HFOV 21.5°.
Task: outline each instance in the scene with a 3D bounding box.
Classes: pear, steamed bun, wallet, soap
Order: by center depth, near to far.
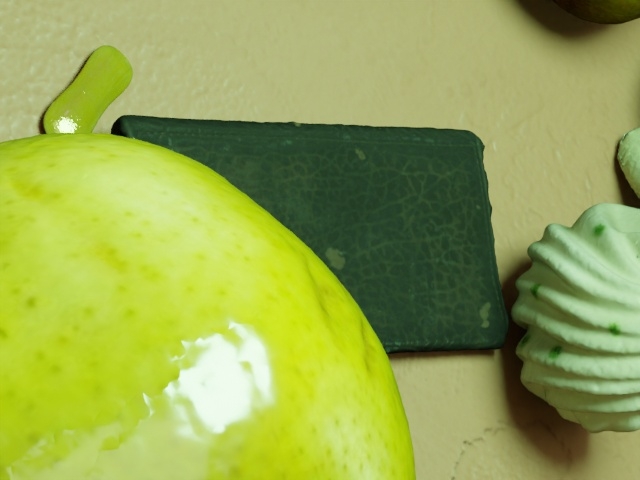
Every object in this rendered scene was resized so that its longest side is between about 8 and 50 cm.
[{"bbox_3d":[-0.128,0.124,0.862,0.362,0.362,0.418,59,25,-3],"label":"pear"},{"bbox_3d":[-0.155,-0.096,1.129,0.034,0.012,0.089,42,55,-16],"label":"soap"},{"bbox_3d":[0.000,0.000,1.186,0.321,0.044,0.170,0,75,-38],"label":"wallet"},{"bbox_3d":[0.203,0.057,1.231,0.106,0.183,0.183,10,68,-21],"label":"steamed bun"}]

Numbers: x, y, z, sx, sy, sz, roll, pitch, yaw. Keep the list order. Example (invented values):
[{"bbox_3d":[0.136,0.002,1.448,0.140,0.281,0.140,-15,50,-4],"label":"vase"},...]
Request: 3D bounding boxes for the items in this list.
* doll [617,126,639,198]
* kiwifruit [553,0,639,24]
[{"bbox_3d":[0.336,-0.056,1.342,0.149,0.175,0.278,20,68,-13],"label":"doll"},{"bbox_3d":[0.227,-0.294,1.353,0.234,0.196,0.196,51,53,-3],"label":"kiwifruit"}]
